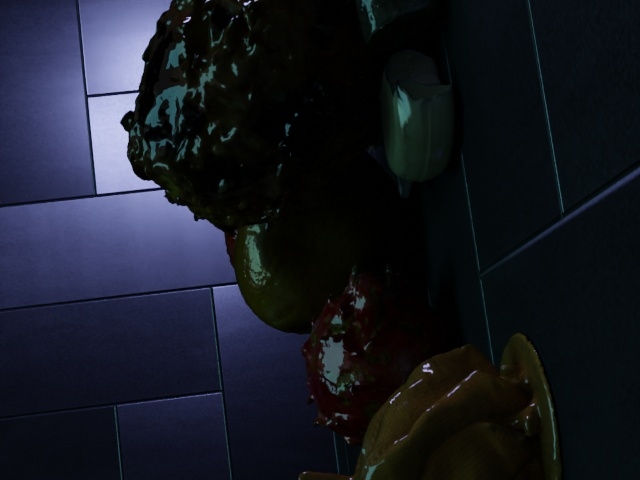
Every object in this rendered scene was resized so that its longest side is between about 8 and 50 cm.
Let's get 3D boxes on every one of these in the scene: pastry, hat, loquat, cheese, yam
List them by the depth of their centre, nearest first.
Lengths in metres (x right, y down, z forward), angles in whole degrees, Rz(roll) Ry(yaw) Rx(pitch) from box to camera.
[{"bbox_3d":[0.093,0.222,1.097,0.244,0.233,0.233,107,157,-75],"label":"hat"},{"bbox_3d":[0.081,-0.317,1.281,0.107,0.107,0.183,119,143,-82],"label":"yam"},{"bbox_3d":[0.113,-0.114,1.356,0.248,0.071,0.163,89,174,-45],"label":"cheese"},{"bbox_3d":[-0.069,-0.204,1.424,0.292,0.405,0.337,45,179,36],"label":"pastry"},{"bbox_3d":[0.000,0.000,1.660,0.276,0.276,0.283,156,107,-85],"label":"loquat"}]

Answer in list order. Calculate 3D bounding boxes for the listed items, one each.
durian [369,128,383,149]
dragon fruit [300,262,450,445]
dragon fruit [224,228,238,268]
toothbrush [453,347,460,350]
[{"bbox_3d":[0.030,-0.254,1.763,0.305,0.186,0.195,74,-145,-80],"label":"durian"},{"bbox_3d":[0.075,0.144,1.455,0.205,0.210,0.268,18,125,40],"label":"dragon fruit"},{"bbox_3d":[-0.034,-0.028,1.950,0.342,0.277,0.277,42,-151,-47],"label":"dragon fruit"},{"bbox_3d":[0.190,0.287,1.276,0.029,0.024,0.354,80,180,-60],"label":"toothbrush"}]
